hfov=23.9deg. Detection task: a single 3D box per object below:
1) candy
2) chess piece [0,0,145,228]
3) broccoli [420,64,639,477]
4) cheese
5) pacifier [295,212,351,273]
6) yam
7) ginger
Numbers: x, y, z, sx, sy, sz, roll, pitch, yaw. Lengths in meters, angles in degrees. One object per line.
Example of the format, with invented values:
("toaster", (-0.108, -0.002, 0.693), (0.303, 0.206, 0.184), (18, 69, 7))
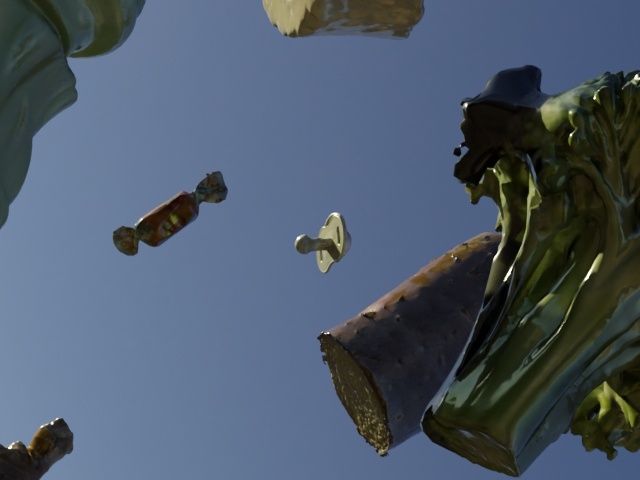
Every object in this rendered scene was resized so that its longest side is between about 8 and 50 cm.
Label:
("candy", (-0.207, -0.036, 2.120), (0.053, 0.182, 0.046), (57, -7, -7))
("chess piece", (-0.261, -0.125, 1.111), (0.176, 0.298, 0.176), (19, -31, 12))
("broccoli", (0.148, 0.030, 0.894), (0.247, 0.243, 0.263), (42, -23, -1))
("cheese", (0.031, -0.405, 1.767), (0.292, 0.153, 0.332), (-129, -141, -62))
("pacifier", (0.000, 0.000, 1.795), (0.083, 0.064, 0.068), (136, -49, -58))
("yam", (0.115, 0.089, 1.439), (0.128, 0.238, 0.129), (50, -25, 15))
("ginger", (-0.372, 0.266, 1.817), (0.096, 0.165, 0.067), (51, -38, -14))
